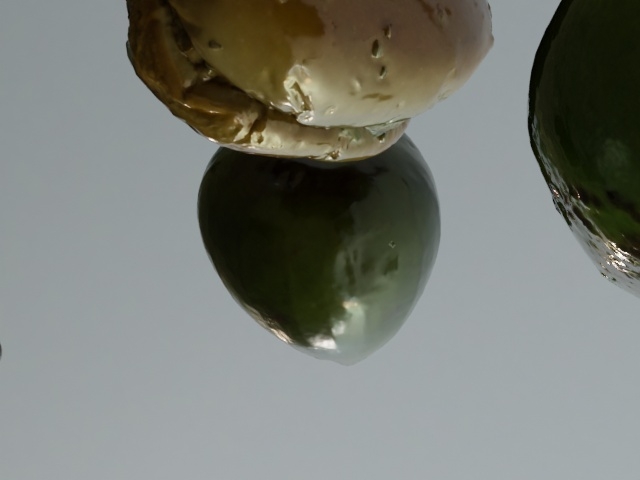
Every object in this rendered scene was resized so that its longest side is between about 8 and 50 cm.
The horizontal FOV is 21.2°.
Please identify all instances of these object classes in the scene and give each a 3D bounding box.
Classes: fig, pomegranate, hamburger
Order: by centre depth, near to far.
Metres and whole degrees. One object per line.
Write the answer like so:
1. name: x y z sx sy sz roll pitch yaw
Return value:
1. pomegranate: 0.232 -0.036 0.791 0.286 0.231 0.231 48 -31 13
2. hamburger: -0.023 -0.202 1.169 0.170 0.314 0.290 -36 -114 39
3. fig: 0.000 0.000 1.443 0.203 0.203 0.225 43 -34 49

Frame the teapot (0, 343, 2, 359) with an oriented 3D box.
1. teapot: -0.314 0.058 1.004 0.267 0.175 0.186 7 -75 29
